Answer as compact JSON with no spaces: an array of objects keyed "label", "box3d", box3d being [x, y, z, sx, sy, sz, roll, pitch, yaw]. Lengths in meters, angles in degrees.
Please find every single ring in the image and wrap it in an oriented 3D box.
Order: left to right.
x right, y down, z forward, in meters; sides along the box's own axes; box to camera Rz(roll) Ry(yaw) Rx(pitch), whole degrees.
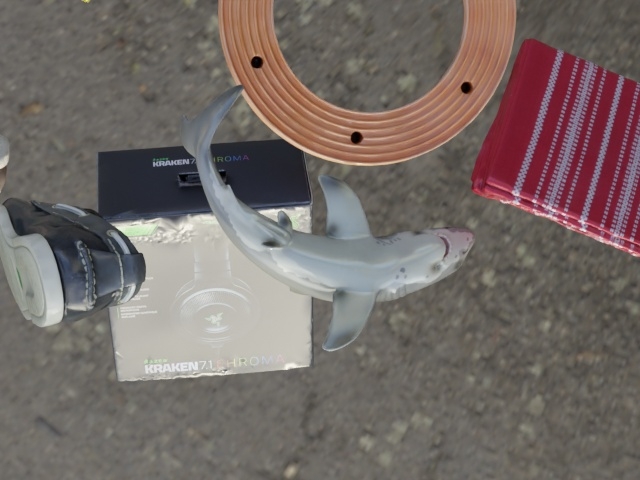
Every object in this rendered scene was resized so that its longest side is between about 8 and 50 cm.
[{"label":"ring","box3d":[0.052,-0.250,1.686,0.337,0.032,0.336,-1,96,-14]}]

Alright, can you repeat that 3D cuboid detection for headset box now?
[{"label":"headset box","box3d":[-0.133,0.017,1.816,0.246,0.131,0.283,-4,131,-5]}]

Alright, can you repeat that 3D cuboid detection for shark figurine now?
[{"label":"shark figurine","box3d":[-0.028,0.002,1.314,0.278,0.166,0.116,30,158,1]}]

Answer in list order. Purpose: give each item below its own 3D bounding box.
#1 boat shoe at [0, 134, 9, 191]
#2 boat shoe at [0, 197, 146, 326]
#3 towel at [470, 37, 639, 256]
[{"label":"boat shoe","box3d":[-0.398,-0.065,1.517,0.324,0.117,0.096,15,108,51]},{"label":"boat shoe","box3d":[-0.187,0.011,1.096,0.079,0.233,0.084,-17,104,-19]},{"label":"towel","box3d":[0.276,-0.059,1.321,0.275,0.198,0.031,23,140,-2]}]
